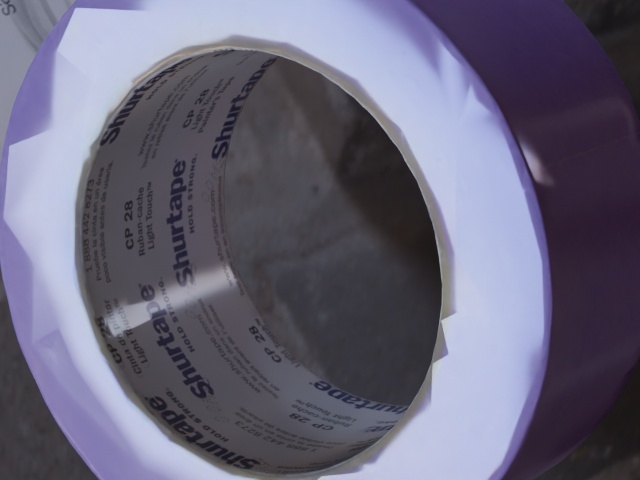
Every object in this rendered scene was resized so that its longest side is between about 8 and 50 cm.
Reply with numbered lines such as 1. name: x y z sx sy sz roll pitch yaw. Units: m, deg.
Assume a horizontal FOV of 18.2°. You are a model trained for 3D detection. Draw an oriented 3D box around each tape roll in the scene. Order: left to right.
1. tape roll: 0.000 0.000 0.596 0.189 0.189 0.080 46 30 16

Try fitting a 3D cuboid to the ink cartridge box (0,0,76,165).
1. ink cartridge box: -0.146 -0.211 0.909 0.395 0.166 0.285 -32 110 -3
